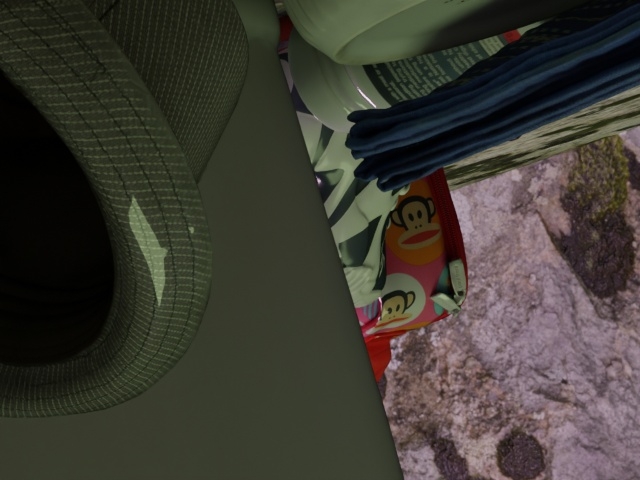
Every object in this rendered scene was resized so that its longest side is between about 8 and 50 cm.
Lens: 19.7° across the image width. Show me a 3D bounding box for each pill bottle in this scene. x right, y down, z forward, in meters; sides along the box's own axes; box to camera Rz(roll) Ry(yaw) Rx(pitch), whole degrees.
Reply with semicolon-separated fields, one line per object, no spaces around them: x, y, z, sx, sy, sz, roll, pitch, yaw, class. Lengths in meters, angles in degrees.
0.071;-0.128;1.087;0.180;0.108;0.108;-20;175;39;pill bottle

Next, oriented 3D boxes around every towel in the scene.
0.181;-0.128;0.884;0.243;0.040;0.336;-21;-171;41;towel

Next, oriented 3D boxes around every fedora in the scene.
-0.125;-0.058;0.694;0.124;0.244;0.275;-50;-173;-34;fedora

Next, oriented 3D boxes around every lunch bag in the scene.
0.000;0.000;1.504;0.120;0.258;0.293;-15;176;-28;lunch bag

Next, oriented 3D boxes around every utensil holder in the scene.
-0.130;0.078;1.069;0.328;0.385;0.327;-17;176;-1;utensil holder

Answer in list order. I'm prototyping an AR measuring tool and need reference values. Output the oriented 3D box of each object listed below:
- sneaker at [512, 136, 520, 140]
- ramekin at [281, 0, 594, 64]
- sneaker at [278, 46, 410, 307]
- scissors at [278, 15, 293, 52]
0.139;-0.124;1.544;0.083;0.098;0.224;-18;176;8;sneaker
0.065;-0.147;0.739;0.207;0.109;0.207;-17;177;-1;ramekin
0.051;-0.062;1.279;0.153;0.235;0.094;-28;-139;-10;sneaker
0.038;-0.154;1.211;0.297;0.021;0.109;-17;175;25;scissors
